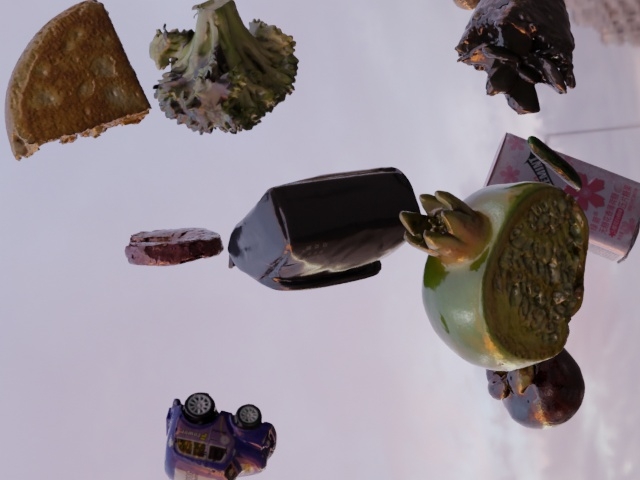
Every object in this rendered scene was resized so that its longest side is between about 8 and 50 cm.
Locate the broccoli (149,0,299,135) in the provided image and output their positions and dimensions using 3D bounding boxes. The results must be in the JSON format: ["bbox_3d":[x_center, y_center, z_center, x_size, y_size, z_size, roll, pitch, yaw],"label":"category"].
[{"bbox_3d":[-0.213,-0.395,2.193,0.293,0.348,0.281,-118,12,-54],"label":"broccoli"}]

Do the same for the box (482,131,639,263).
[{"bbox_3d":[0.564,-0.098,2.270,0.112,0.369,0.190,89,-158,-77],"label":"box"}]

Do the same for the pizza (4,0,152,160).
[{"bbox_3d":[-0.475,-0.300,1.789,0.258,0.087,0.268,-19,-100,-25],"label":"pizza"}]

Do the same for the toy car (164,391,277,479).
[{"bbox_3d":[-0.212,0.431,2.021,0.172,0.235,0.158,99,-178,-49],"label":"toy car"}]

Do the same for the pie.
[{"bbox_3d":[-0.302,0.011,2.006,0.218,0.204,0.054,-162,67,-68],"label":"pie"}]

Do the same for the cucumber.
[{"bbox_3d":[0.456,-0.152,1.902,0.184,0.033,0.036,33,-133,-31],"label":"cucumber"}]

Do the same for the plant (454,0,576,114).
[{"bbox_3d":[0.379,-0.377,1.899,0.199,0.188,0.276,30,-131,-23],"label":"plant"}]

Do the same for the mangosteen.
[{"bbox_3d":[0.424,0.283,1.997,0.230,0.194,0.194,20,-119,-19],"label":"mangosteen"}]

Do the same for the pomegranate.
[{"bbox_3d":[0.257,0.036,1.573,0.358,0.216,0.310,31,-103,-28],"label":"pomegranate"}]

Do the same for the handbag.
[{"bbox_3d":[0.002,0.002,1.783,0.302,0.275,0.178,-11,-112,-30],"label":"handbag"}]

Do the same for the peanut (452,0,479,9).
[{"bbox_3d":[0.308,-0.614,2.224,0.214,0.099,0.099,60,-165,23],"label":"peanut"}]
